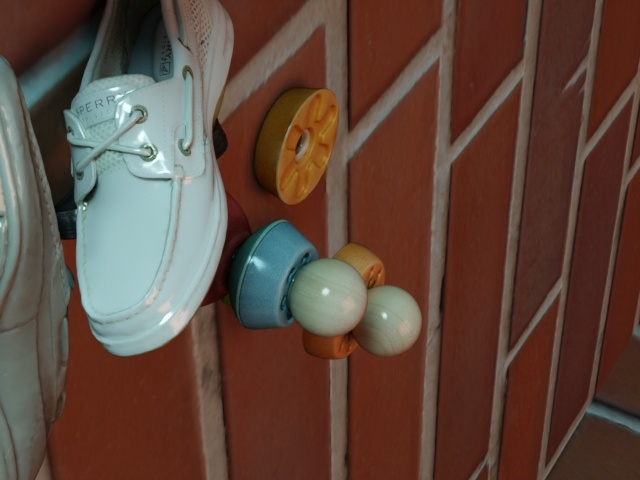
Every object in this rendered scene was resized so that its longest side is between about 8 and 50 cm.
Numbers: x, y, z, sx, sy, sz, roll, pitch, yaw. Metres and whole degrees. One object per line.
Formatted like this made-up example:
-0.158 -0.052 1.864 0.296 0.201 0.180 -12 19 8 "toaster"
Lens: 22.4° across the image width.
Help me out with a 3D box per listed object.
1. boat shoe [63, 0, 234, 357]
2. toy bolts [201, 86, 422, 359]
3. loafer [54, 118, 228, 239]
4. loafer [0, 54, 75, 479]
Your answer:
-0.117 -0.063 0.983 0.096 0.098 0.277 50 32 -48 "boat shoe"
0.000 0.000 1.282 0.228 0.159 0.218 -12 121 -64 "toy bolts"
-0.128 -0.056 1.086 0.170 0.062 0.061 -47 128 -49 "loafer"
-0.198 0.021 0.928 0.111 0.112 0.319 -58 161 -51 "loafer"
